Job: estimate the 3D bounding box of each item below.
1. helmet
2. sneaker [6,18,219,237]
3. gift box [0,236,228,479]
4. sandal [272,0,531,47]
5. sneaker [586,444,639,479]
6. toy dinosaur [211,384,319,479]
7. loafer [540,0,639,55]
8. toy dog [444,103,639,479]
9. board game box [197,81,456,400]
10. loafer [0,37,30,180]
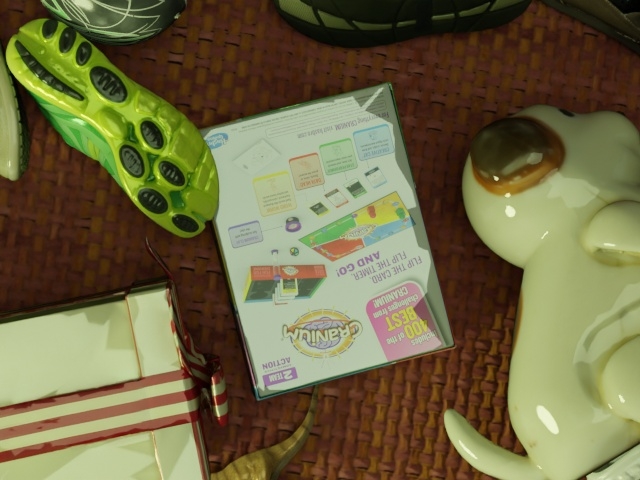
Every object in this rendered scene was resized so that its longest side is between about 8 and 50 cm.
[{"bbox_3d":[-0.231,-0.295,1.732,0.169,0.169,0.161,1,76,-7],"label":"helmet"},{"bbox_3d":[-0.222,-0.128,1.747,0.109,0.123,0.295,-44,93,-8],"label":"sneaker"},{"bbox_3d":[-0.234,0.150,1.688,0.258,0.255,0.276,-10,98,-5],"label":"gift box"},{"bbox_3d":[0.092,-0.290,1.810,0.303,0.120,0.086,-4,63,-9],"label":"sandal"},{"bbox_3d":[0.417,0.191,1.849,0.271,0.100,0.108,-29,88,-6],"label":"sneaker"},{"bbox_3d":[-0.063,0.262,1.805,0.211,0.064,0.112,-29,93,-6],"label":"toy dinosaur"},{"bbox_3d":[0.405,-0.272,1.825,0.366,0.130,0.134,18,88,-7],"label":"loafer"},{"bbox_3d":[0.300,0.043,1.737,0.395,0.284,0.408,-23,76,18],"label":"toy dog"},{"bbox_3d":[0.000,0.000,1.810,0.242,0.064,0.316,-14,92,-7],"label":"board game box"},{"bbox_3d":[-0.390,-0.189,1.748,0.092,0.102,0.268,-16,83,-5],"label":"loafer"}]
